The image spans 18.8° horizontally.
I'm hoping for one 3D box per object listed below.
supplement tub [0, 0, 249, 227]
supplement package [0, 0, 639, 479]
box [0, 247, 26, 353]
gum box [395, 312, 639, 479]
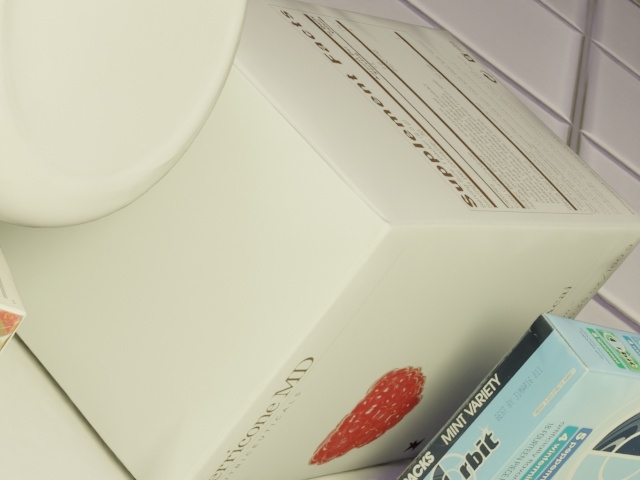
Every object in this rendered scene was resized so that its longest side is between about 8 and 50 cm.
[{"bbox_3d":[-0.183,-0.125,0.795,0.272,0.191,0.191,17,9,30],"label":"supplement tub"},{"bbox_3d":[0.000,0.000,0.967,0.175,0.177,0.293,47,23,22],"label":"supplement package"},{"bbox_3d":[-0.263,-0.012,0.720,0.324,0.063,0.067,21,25,-38],"label":"box"},{"bbox_3d":[0.123,0.115,0.957,0.184,0.157,0.041,13,32,-49],"label":"gum box"}]
